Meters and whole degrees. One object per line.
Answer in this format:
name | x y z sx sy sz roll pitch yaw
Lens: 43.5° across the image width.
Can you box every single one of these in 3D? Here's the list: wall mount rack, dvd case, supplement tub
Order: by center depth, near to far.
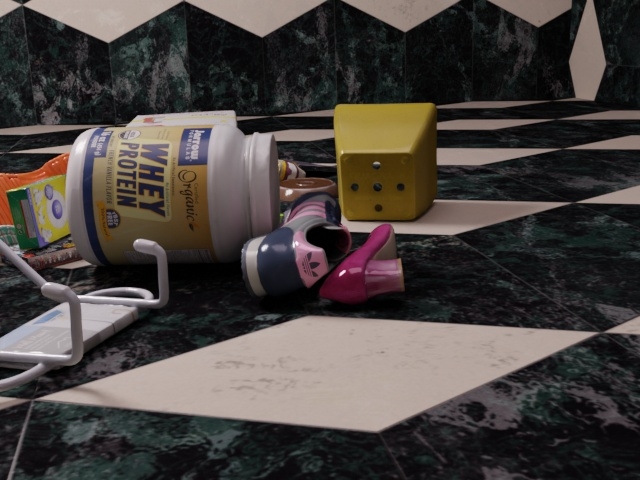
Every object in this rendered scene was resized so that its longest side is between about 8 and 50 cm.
wall mount rack | -0.373 0.063 1.007 0.304 0.130 0.350 3 15 17
supplement tub | -0.229 -0.074 1.313 0.316 0.228 0.228 -2 15 2
dvd case | -0.077 -0.201 2.123 0.221 0.018 0.164 12 10 43

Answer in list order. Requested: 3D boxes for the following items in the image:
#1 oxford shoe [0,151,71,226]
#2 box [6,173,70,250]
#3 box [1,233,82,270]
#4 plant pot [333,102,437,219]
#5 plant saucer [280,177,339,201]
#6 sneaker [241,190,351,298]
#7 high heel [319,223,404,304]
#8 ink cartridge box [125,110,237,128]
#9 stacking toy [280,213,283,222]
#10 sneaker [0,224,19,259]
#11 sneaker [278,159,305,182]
oxford shoe | -0.610 -0.067 1.624 0.363 0.130 0.132 -24 -7 -39
box | -0.471 -0.054 1.396 0.043 0.105 0.179 -7 13 10
box | -0.463 0.019 1.381 0.094 0.027 0.137 12 20 40
plant pot | 0.125 -0.144 1.619 0.212 0.212 0.187 1 29 11
plant saucer | -0.034 -0.120 1.849 0.168 0.029 0.168 -2 14 1
sneaker | 0.000 0.000 1.221 0.131 0.112 0.319 -9 19 23
high heel | 0.058 0.034 1.191 0.117 0.082 0.244 -7 21 3
ink cartridge box | -0.345 -0.228 2.035 0.279 0.160 0.385 -3 15 -5
stacking toy | -0.155 -0.035 1.500 0.221 0.052 0.167 0 15 6
sneaker | -0.546 0.001 1.428 0.076 0.065 0.166 -12 4 34
sneaker | -0.100 -0.168 1.989 0.084 0.070 0.185 12 8 -23
